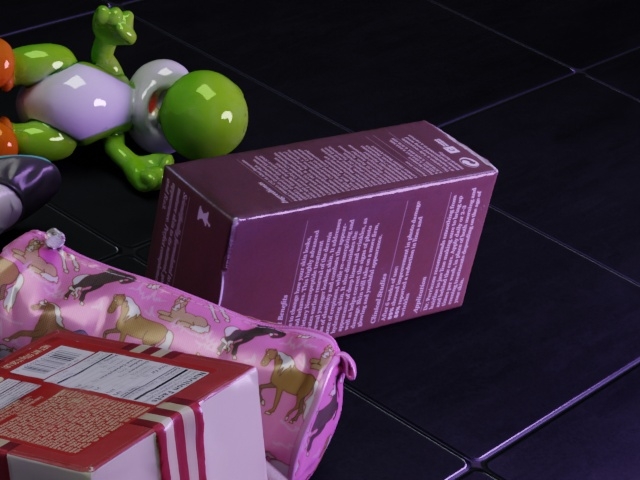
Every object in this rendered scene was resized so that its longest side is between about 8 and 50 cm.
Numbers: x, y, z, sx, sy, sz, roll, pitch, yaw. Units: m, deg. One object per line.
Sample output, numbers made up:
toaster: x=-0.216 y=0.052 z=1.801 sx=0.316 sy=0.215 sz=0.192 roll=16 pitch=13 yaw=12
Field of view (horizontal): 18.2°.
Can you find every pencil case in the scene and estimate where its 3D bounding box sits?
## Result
pencil case: x=-0.161 y=0.120 z=1.941 sx=0.386 sy=0.167 sz=0.160 roll=20 pitch=38 yaw=11

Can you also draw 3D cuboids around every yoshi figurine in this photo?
yoshi figurine: x=-0.239 y=-0.163 z=2.425 sx=0.362 sy=0.204 sz=0.203 roll=-1 pitch=47 yaw=-29

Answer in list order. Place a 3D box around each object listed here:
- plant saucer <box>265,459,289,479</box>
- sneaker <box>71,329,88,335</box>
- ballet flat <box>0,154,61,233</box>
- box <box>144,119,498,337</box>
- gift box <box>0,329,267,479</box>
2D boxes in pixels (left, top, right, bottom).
plant saucer: x=-0.046 y=0.235 z=1.769 sx=0.036 sy=0.199 sz=0.198 roll=-45 pitch=54 yaw=-15
sneaker: x=-0.296 y=0.204 z=1.810 sx=0.270 sy=0.090 sz=0.145 roll=-29 pitch=85 yaw=-15
ballet flat: x=-0.419 y=-0.028 z=2.200 sx=0.280 sy=0.095 sz=0.096 roll=-8 pitch=43 yaw=-15
box: x=0.000 y=0.000 z=2.207 sx=0.381 sy=0.191 sz=0.143 roll=-12 pitch=37 yaw=-40
gift box: x=-0.197 y=0.235 z=1.642 sx=0.276 sy=0.258 sz=0.255 roll=9 pitch=23 yaw=38
